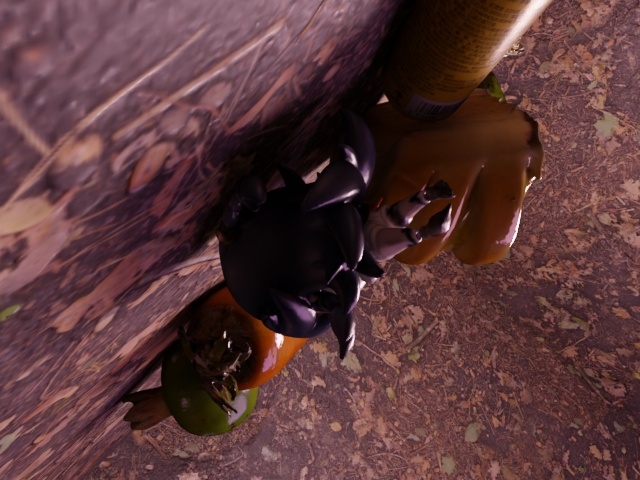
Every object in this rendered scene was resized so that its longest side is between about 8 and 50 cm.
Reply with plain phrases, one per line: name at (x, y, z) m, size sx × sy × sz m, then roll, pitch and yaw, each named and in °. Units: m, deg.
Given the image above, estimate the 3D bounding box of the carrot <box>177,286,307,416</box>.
carrot at (-0.147, 0.179, 0.904) m, size 0.214 × 0.193 × 0.331 m, roll -42°, pitch 175°, yaw 19°

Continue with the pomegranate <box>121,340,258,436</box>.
pomegranate at (-0.286, 0.328, 1.052) m, size 0.302 × 0.235 × 0.236 m, roll -18°, pitch 172°, yaw -9°

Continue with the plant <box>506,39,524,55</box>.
plant at (0.391, -0.442, 1.067) m, size 0.122 × 0.104 × 0.117 m, roll -20°, pitch 168°, yaw 31°

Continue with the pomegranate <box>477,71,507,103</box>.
pomegranate at (0.300, -0.290, 1.094) m, size 0.214 × 0.214 × 0.248 m, roll -45°, pitch -146°, yaw -23°

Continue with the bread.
bread at (0.140, -0.079, 0.665) m, size 0.270 × 0.211 × 0.315 m, roll -8°, pitch -156°, yaw 2°

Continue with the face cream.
face cream at (0.149, -0.227, 0.398) m, size 0.105 × 0.105 × 0.348 m, roll -45°, pitch 177°, yaw -17°

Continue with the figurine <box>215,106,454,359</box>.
figurine at (-0.004, -0.001, 0.494) m, size 0.175 × 0.197 × 0.265 m, roll -40°, pitch 164°, yaw -45°
